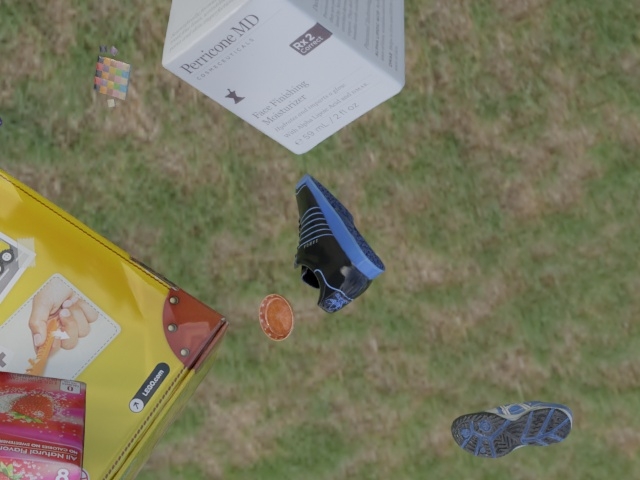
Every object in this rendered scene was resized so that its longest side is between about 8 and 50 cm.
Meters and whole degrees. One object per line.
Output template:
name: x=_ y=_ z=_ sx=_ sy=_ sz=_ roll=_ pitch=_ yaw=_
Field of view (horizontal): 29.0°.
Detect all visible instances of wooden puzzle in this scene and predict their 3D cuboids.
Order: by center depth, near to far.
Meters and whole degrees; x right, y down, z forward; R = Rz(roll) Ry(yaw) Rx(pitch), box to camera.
wooden puzzle: x=-0.279 y=-0.219 z=1.659 sx=0.049 sy=0.006 sz=0.083 roll=19 pitch=112 yaw=16

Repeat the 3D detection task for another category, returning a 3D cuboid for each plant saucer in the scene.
plant saucer: x=-0.075 y=0.135 z=2.182 sx=0.013 sy=0.083 sz=0.083 roll=-9 pitch=147 yaw=-48

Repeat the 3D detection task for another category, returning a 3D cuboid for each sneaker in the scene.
sneaker: x=0.000 y=0.000 z=1.551 sx=0.090 sy=0.232 sz=0.081 roll=-44 pitch=123 yaw=9
sneaker: x=0.322 y=0.312 z=2.064 sx=0.211 sy=0.081 sz=0.080 roll=-8 pitch=95 yaw=25

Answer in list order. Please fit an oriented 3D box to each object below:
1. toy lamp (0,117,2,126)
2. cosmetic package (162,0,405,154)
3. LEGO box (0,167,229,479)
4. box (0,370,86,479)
toy lamp: x=-0.540 y=-0.101 z=1.593 sx=0.275 sy=0.080 sz=0.080 roll=-34 pitch=137 yaw=-12
cosmetic package: x=-0.032 y=-0.212 z=1.203 sx=0.184 sy=0.151 sz=0.151 roll=30 pitch=135 yaw=-33
LEGO box: x=-0.378 y=0.186 z=1.117 sx=0.373 sy=0.500 sz=0.193 roll=34 pitch=157 yaw=3
box: x=-0.308 y=0.168 z=0.914 sx=0.257 sy=0.128 sz=0.122 roll=10 pitch=111 yaw=-13
